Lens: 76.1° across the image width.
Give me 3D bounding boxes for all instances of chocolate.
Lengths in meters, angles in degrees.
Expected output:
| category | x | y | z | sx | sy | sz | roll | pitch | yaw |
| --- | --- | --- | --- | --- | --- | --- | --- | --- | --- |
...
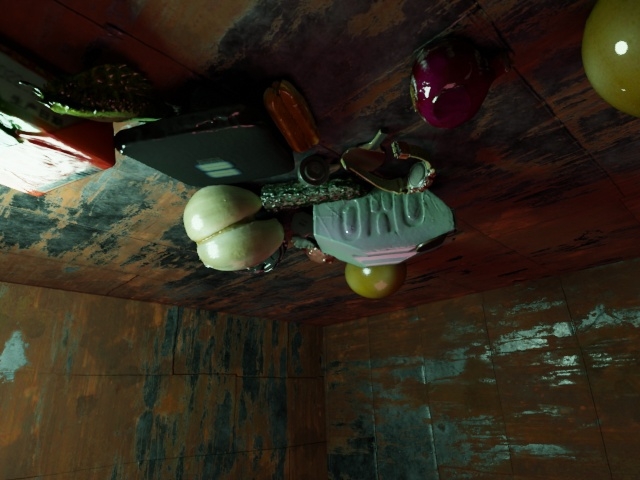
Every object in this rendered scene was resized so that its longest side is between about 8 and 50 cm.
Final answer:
| category | x | y | z | sx | sy | sz | roll | pitch | yaw |
| --- | --- | --- | --- | --- | --- | --- | --- | --- | --- |
| chocolate | -0.688 | -0.254 | 0.887 | 0.360 | 0.162 | 0.341 | -9 | 157 | 31 |

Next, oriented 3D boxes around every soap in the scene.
| category | x | y | z | sx | sy | sz | roll | pitch | yaw |
| --- | --- | --- | --- | --- | --- | --- | --- | --- | --- |
| soap | 0.207 | -0.058 | 1.346 | 0.445 | 0.262 | 0.156 | -5 | 155 | 10 |

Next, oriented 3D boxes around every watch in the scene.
| category | x | y | z | sx | sy | sz | roll | pitch | yaw |
| --- | --- | --- | --- | --- | --- | --- | --- | --- | --- |
| watch | 0.209 | -0.214 | 1.172 | 0.268 | 0.102 | 0.165 | 17 | 141 | -35 |

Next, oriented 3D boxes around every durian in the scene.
| category | x | y | z | sx | sy | sz | roll | pitch | yaw |
| --- | --- | --- | --- | --- | --- | --- | --- | --- | --- |
| durian | -0.438 | -0.304 | 0.859 | 0.132 | 0.107 | 0.375 | -4 | -177 | 31 |

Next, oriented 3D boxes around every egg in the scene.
| category | x | y | z | sx | sy | sz | roll | pitch | yaw |
| --- | --- | --- | --- | --- | --- | --- | --- | --- | --- |
| egg | 0.611 | -0.337 | 0.665 | 0.350 | 0.283 | 0.282 | 3 | 157 | -16 |
| egg | 0.243 | 0.137 | 1.849 | 0.250 | 0.250 | 0.322 | 9 | 166 | -26 |

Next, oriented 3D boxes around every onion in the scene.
| category | x | y | z | sx | sy | sz | roll | pitch | yaw |
| --- | --- | --- | --- | --- | --- | --- | --- | --- | --- |
| onion | 0.303 | -0.331 | 0.869 | 0.217 | 0.140 | 0.195 | -11 | 150 | 11 |

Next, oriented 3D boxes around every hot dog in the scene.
| category | x | y | z | sx | sy | sz | roll | pitch | yaw |
| --- | --- | --- | --- | --- | --- | --- | --- | --- | --- |
| hot dog | -0.064 | -0.293 | 0.996 | 0.092 | 0.062 | 0.236 | -30 | 150 | 3 |

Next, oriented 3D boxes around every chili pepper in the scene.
| category | x | y | z | sx | sy | sz | roll | pitch | yaw |
| --- | --- | --- | --- | --- | --- | --- | --- | --- | --- |
| chili pepper | -0.524 | -0.351 | 0.879 | 0.083 | 0.022 | 0.027 | -6 | -169 | 7 |

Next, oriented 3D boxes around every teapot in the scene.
| category | x | y | z | sx | sy | sz | roll | pitch | yaw |
| --- | --- | --- | --- | --- | --- | --- | --- | --- | --- |
| teapot | -0.013 | -0.195 | 1.222 | 0.124 | 0.092 | 0.091 | 11 | 172 | -15 |

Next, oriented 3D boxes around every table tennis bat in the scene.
| category | x | y | z | sx | sy | sz | roll | pitch | yaw |
| --- | --- | --- | --- | --- | --- | --- | --- | --- | --- |
| table tennis bat | 0.362 | 0.002 | 1.236 | 0.156 | 0.013 | 0.087 | -20 | 158 | -5 |
| table tennis bat | 0.135 | -0.253 | 1.180 | 0.130 | 0.019 | 0.220 | 4 | 158 | -19 |

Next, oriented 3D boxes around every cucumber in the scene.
| category | x | y | z | sx | sy | sz | roll | pitch | yaw |
| --- | --- | --- | --- | --- | --- | --- | --- | --- | --- |
| cucumber | -0.006 | -0.155 | 1.301 | 0.359 | 0.096 | 0.096 | -6 | 158 | 11 |

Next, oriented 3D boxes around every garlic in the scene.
| category | x | y | z | sx | sy | sz | roll | pitch | yaw |
| --- | --- | --- | --- | --- | --- | --- | --- | --- | --- |
| garlic | -0.297 | -0.034 | 1.361 | 0.312 | 0.286 | 0.249 | -13 | 167 | 17 |

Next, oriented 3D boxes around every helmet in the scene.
| category | x | y | z | sx | sy | sz | roll | pitch | yaw |
| --- | --- | --- | --- | --- | --- | --- | --- | --- | --- |
| helmet | -0.256 | 0.003 | 1.586 | 0.230 | 0.161 | 0.279 | 28 | 121 | -31 |

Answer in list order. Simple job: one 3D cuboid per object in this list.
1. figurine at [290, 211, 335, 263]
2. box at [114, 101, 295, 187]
| category | x | y | z | sx | sy | sz | roll | pitch | yaw |
| --- | --- | --- | --- | --- | --- | --- | --- | --- | --- |
| figurine | 0.000 | 0.000 | 1.634 | 0.207 | 0.166 | 0.387 | 26 | 172 | 26 |
| box | -0.263 | -0.226 | 1.024 | 0.358 | 0.091 | 0.350 | -8 | 171 | 11 |
